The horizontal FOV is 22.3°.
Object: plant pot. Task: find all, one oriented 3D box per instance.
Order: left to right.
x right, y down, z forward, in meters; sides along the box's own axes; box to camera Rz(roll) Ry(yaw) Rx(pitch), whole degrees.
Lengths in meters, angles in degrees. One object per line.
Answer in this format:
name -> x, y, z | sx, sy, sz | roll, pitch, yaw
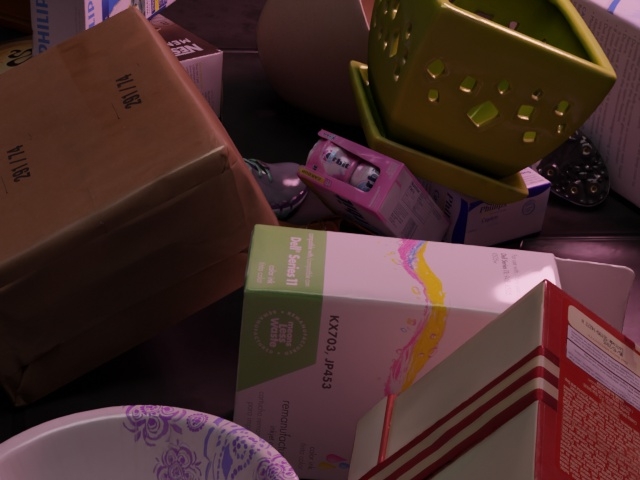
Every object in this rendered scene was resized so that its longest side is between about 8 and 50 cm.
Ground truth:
plant pot -> 0.031, -0.261, 2.068 | 0.191, 0.284, 0.284 | -17, 22, 26
plant pot -> 0.160, -0.182, 1.797 | 0.228, 0.207, 0.227 | 18, 27, -19

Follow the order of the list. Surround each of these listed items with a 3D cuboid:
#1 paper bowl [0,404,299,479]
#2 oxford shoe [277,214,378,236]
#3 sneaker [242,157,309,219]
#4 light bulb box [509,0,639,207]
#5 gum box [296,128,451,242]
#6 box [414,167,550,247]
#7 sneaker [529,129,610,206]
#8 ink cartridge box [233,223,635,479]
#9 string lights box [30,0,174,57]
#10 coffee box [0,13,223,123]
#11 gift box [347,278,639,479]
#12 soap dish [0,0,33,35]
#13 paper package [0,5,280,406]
paper bowl -> -0.147, 0.264, 1.233 | 0.284, 0.148, 0.284 | 0, 31, 0
oxford shoe -> 0.000, 0.000, 1.778 | 0.212, 0.076, 0.076 | 16, 35, 19
sneaker -> -0.096, -0.067, 1.846 | 0.223, 0.098, 0.083 | -23, 42, -38
light bulb box -> 0.481, -0.214, 2.068 | 0.358, 0.225, 0.361 | -15, 36, -31
gum box -> 0.058, -0.046, 1.765 | 0.107, 0.188, 0.062 | 25, 81, 28
box -> 0.175, -0.056, 1.901 | 0.126, 0.072, 0.137 | -15, 36, -31
sneaker -> 0.266, -0.118, 2.020 | 0.237, 0.086, 0.085 | 38, 87, 27
ink cartridge box -> 0.102, 0.116, 1.476 | 0.353, 0.207, 0.119 | 5, 30, -1
string lights box -> -0.260, -0.317, 1.964 | 0.076, 0.133, 0.260 | 11, 29, 16
coffee box -> -0.284, -0.177, 1.971 | 0.297, 0.119, 0.168 | -18, 36, -34
gift box -> 0.166, 0.215, 1.228 | 0.255, 0.258, 0.276 | 39, 33, -13
soap dish -> -0.368, -0.377, 2.203 | 0.291, 0.229, 0.118 | 19, 50, 20
paper package -> -0.236, -0.044, 1.626 | 0.309, 0.168, 0.325 | -28, 39, -7
